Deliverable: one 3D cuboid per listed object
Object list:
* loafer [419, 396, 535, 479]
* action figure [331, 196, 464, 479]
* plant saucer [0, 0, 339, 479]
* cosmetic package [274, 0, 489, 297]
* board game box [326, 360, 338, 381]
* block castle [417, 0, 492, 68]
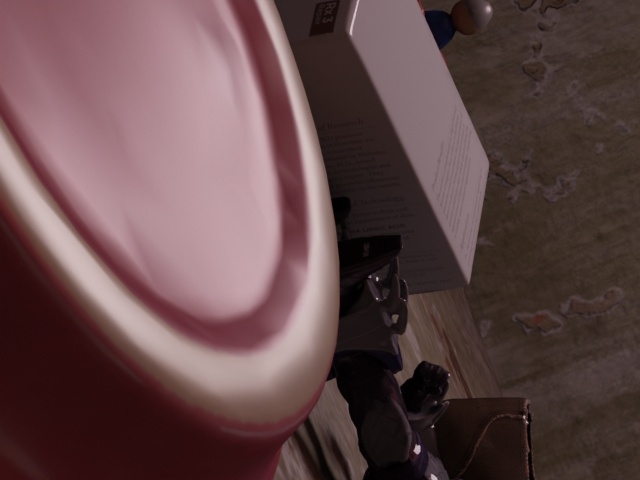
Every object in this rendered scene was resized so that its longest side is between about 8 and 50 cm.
[{"bbox_3d":[0.180,0.292,1.507,0.134,0.130,0.366,2,67,-82],"label":"loafer"},{"bbox_3d":[0.043,0.117,1.146,0.185,0.099,0.285,-109,178,-63],"label":"action figure"},{"bbox_3d":[-0.086,-0.054,0.487,0.332,0.084,0.332,55,22,-34],"label":"plant saucer"},{"bbox_3d":[0.030,-0.080,1.148,0.117,0.085,0.231,-77,148,-41],"label":"cosmetic package"},{"bbox_3d":[-0.058,-0.051,1.005,0.243,0.042,0.165,-108,176,-50],"label":"board game box"},{"bbox_3d":[-0.029,-0.341,1.475,0.303,0.212,0.453,51,19,-68],"label":"block castle"}]
